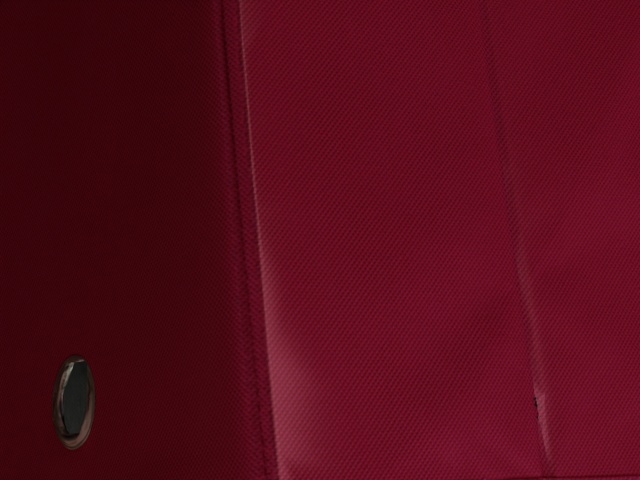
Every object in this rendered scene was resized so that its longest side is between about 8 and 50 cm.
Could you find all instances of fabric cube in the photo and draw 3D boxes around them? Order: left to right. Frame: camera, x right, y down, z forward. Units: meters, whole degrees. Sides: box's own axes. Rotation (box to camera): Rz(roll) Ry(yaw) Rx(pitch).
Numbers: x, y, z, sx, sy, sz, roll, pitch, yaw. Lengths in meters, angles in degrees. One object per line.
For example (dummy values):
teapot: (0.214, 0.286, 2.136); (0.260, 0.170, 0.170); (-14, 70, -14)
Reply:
fabric cube: (0.000, 0.000, 0.809); (0.259, 0.254, 0.258); (3, 76, -36)
